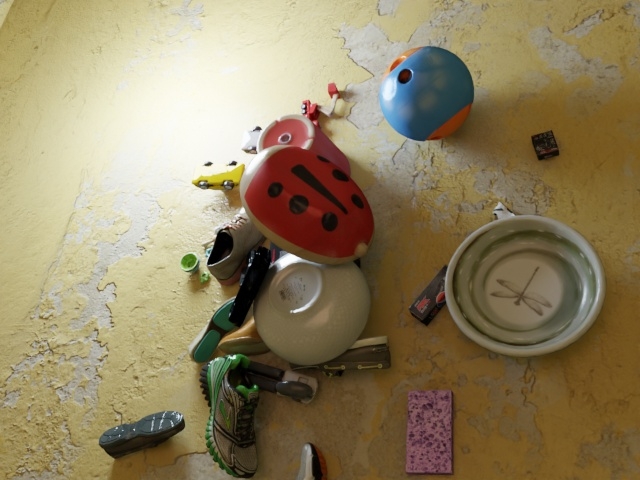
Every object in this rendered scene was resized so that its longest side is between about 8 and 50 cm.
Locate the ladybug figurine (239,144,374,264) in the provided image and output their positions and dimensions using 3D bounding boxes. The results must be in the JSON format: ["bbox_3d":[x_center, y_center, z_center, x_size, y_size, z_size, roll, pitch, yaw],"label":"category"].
[{"bbox_3d":[-0.033,-0.115,1.835,0.449,0.161,0.305,38,59,23],"label":"ladybug figurine"}]

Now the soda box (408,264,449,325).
[{"bbox_3d":[0.322,0.152,1.868,0.060,0.053,0.169,35,80,34],"label":"soda box"}]

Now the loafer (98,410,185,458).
[{"bbox_3d":[-0.514,0.574,1.975,0.268,0.084,0.096,-16,26,9],"label":"loafer"}]

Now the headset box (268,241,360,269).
[{"bbox_3d":[0.000,0.000,2.051,0.294,0.110,0.217,-8,60,19],"label":"headset box"}]

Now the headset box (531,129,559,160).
[{"bbox_3d":[0.664,-0.277,1.981,0.062,0.032,0.083,-16,58,14],"label":"headset box"}]

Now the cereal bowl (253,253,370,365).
[{"bbox_3d":[-0.040,0.158,1.827,0.339,0.141,0.338,-11,58,18],"label":"cereal bowl"}]

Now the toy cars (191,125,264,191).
[{"bbox_3d":[-0.258,-0.274,2.334,0.394,0.087,0.176,-36,60,-3],"label":"toy cars"}]

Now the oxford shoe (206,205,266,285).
[{"bbox_3d":[-0.253,-0.029,2.160,0.123,0.130,0.348,12,67,28],"label":"oxford shoe"}]

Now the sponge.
[{"bbox_3d":[0.278,0.487,1.711,0.117,0.031,0.209,-5,60,20],"label":"sponge"}]

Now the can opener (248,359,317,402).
[{"bbox_3d":[-0.140,0.388,1.901,0.284,0.095,0.075,10,66,27],"label":"can opener"}]

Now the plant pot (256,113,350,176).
[{"bbox_3d":[-0.067,-0.255,2.144,0.275,0.243,0.274,-10,58,17],"label":"plant pot"}]

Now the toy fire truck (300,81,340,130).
[{"bbox_3d":[0.001,-0.454,2.346,0.135,0.047,0.191,-10,60,16],"label":"toy fire truck"}]

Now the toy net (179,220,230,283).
[{"bbox_3d":[-0.359,0.025,2.226,0.122,0.045,0.232,29,76,33],"label":"toy net"}]

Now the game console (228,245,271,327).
[{"bbox_3d":[-0.203,0.102,1.969,0.044,0.361,0.213,24,101,-10],"label":"game console"}]

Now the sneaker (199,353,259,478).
[{"bbox_3d":[-0.232,0.472,1.829,0.146,0.134,0.343,-31,64,31],"label":"sneaker"}]

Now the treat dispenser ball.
[{"bbox_3d":[0.325,-0.448,2.062,0.289,0.288,0.288,-10,59,17],"label":"treat dispenser ball"}]

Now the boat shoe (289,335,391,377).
[{"bbox_3d":[0.047,0.331,1.849,0.305,0.109,0.091,-15,82,23],"label":"boat shoe"}]

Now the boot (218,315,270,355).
[{"bbox_3d":[-0.164,0.220,2.014,0.295,0.104,0.211,-14,52,10],"label":"boot"}]

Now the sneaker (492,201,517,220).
[{"bbox_3d":[0.536,-0.062,1.915,0.043,0.040,0.109,-49,51,11],"label":"sneaker"}]

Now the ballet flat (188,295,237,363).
[{"bbox_3d":[-0.316,0.264,2.058,0.086,0.086,0.248,36,82,34],"label":"ballet flat"}]

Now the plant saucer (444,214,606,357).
[{"bbox_3d":[0.534,0.127,1.766,0.401,0.100,0.400,-10,60,17],"label":"plant saucer"}]

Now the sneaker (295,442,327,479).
[{"bbox_3d":[-0.051,0.652,1.719,0.121,0.099,0.262,-13,57,20],"label":"sneaker"}]
